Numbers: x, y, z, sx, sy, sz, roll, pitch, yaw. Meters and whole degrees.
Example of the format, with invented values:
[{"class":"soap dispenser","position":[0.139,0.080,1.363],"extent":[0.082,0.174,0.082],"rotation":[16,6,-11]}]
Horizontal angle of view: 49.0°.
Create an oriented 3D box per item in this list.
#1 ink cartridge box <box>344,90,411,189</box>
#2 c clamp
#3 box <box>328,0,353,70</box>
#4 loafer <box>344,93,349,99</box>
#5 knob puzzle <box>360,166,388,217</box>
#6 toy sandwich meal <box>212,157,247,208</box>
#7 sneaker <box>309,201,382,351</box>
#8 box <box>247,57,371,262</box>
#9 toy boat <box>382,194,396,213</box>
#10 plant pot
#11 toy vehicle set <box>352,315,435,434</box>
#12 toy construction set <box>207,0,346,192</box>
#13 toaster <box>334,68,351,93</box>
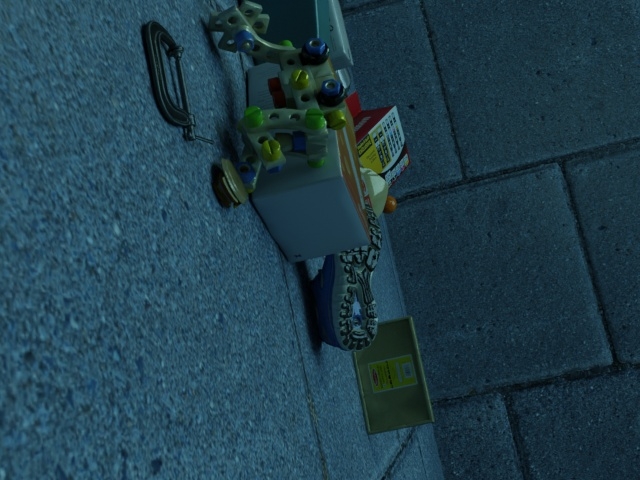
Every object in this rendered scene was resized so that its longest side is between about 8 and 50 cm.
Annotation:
[{"class":"ink cartridge box","position":[0.131,-0.281,2.109],"extent":[0.309,0.130,0.271],"rotation":[-50,129,-47]},{"class":"c clamp","position":[-0.196,-0.212,0.951],"extent":[0.137,0.022,0.160],"rotation":[-12,90,-74]},{"class":"box","position":[-0.035,-0.486,1.663],"extent":[0.119,0.182,0.180],"rotation":[-1,77,-78]},{"class":"loafer","position":[0.045,-0.372,2.221],"extent":[0.087,0.094,0.251],"rotation":[153,-66,-76]},{"class":"knob puzzle","position":[0.104,-0.120,1.971],"extent":[0.030,0.213,0.213],"rotation":[23,-46,63]},{"class":"toy sandwich meal","position":[-0.138,-0.085,1.061],"extent":[0.085,0.029,0.085],"rotation":[-24,90,-83]},{"class":"sneaker","position":[0.035,0.062,1.456],"extent":[0.130,0.147,0.329],"rotation":[14,75,-36]},{"class":"box","position":[-0.025,-0.167,1.359],"extent":[0.215,0.168,0.345],"rotation":[62,18,-52]},{"class":"toy boat","position":[0.170,-0.117,2.264],"extent":[0.231,0.151,0.151],"rotation":[-84,174,-59]},{"class":"plant pot","position":[-0.065,-0.426,1.528],"extent":[0.165,0.166,0.234],"rotation":[-16,100,-79]},{"class":"toy vehicle set","position":[0.175,0.334,1.750],"extent":[0.035,0.166,0.266],"rotation":[43,35,-69]},{"class":"toy construction set","position":[-0.073,-0.248,1.181],"extent":[0.151,0.215,0.327],"rotation":[96,-20,-72]},{"class":"toaster","position":[0.013,-0.512,2.083],"extent":[0.227,0.129,0.146],"rotation":[-80,152,-61]}]
